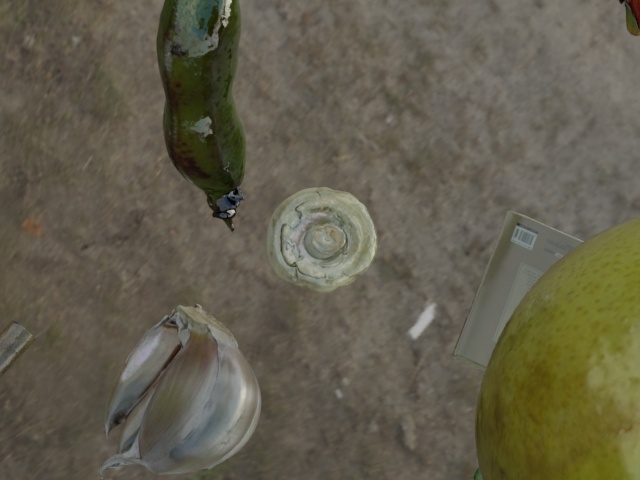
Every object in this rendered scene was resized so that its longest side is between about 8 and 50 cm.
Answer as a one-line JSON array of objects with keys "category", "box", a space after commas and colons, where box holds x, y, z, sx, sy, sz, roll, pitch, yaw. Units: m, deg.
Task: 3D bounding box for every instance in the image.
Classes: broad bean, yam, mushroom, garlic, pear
[{"category": "broad bean", "box": [-0.100, -0.133, 1.060, 0.077, 0.339, 0.061, -28, 52, -26]}, {"category": "yam", "box": [-0.512, 0.237, 1.694, 0.045, 0.045, 0.327, 32, 70, 30]}, {"category": "mushroom", "box": [0.000, 0.000, 1.737, 0.154, 0.122, 0.154, 0, 88, -2]}, {"category": "garlic", "box": [-0.201, 0.229, 1.818, 0.238, 0.210, 0.291, 18, 78, 15]}, {"category": "pear", "box": [0.248, 0.108, 0.758, 0.304, 0.304, 0.303, 8, 69, -22]}]

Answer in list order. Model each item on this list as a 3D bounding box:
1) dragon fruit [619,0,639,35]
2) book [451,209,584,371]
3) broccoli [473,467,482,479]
[{"category": "dragon fruit", "box": [0.274, -0.176, 0.957, 0.081, 0.086, 0.116, -80, 149, -63]}, {"category": "book", "box": [0.254, 0.077, 1.518, 0.139, 0.016, 0.198, 25, 73, -3]}, {"category": "broccoli", "box": [0.223, 0.334, 1.333, 0.269, 0.262, 0.241, -100, 166, -53]}]
